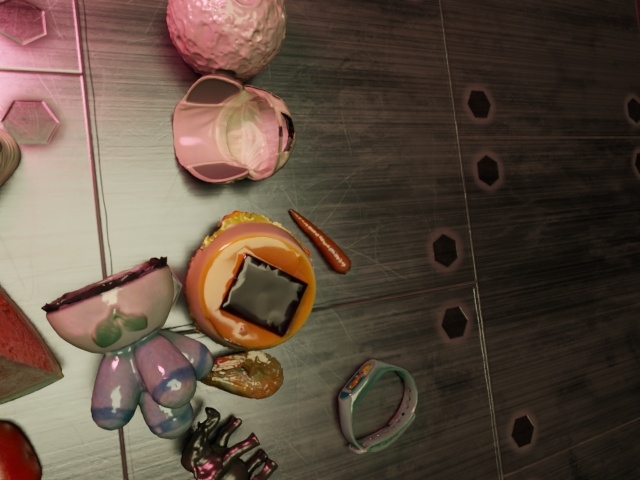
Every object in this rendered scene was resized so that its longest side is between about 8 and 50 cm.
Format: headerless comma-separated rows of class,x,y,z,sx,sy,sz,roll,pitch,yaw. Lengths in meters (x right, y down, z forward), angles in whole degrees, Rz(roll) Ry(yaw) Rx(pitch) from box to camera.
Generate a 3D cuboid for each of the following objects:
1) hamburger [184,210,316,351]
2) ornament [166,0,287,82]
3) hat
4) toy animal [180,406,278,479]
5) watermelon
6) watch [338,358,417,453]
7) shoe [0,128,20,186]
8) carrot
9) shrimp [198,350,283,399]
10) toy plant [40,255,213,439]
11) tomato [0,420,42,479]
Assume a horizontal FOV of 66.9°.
hamburger,-0.146,0.095,1.042,0.275,0.179,0.295,25,83,-21
ornament,-0.196,-0.478,1.043,0.259,0.225,0.260,2,85,-25
hat,-0.190,-0.233,1.074,0.274,0.161,0.232,-4,89,-2
toy animal,-0.194,0.461,1.018,0.146,0.114,0.245,-38,101,-24
watermelon,-0.579,0.150,0.801,0.250,0.292,0.284,-11,87,-58
watch,0.140,0.415,1.216,0.237,0.068,0.195,-43,106,-27
shoe,-0.650,-0.085,0.826,0.124,0.159,0.317,37,68,-20
carrot,0.000,0.000,1.198,0.216,0.048,0.048,48,68,-10
shrimp,-0.182,0.287,1.066,0.216,0.051,0.115,17,95,-18
toy plant,-0.336,0.220,0.911,0.247,0.247,0.333,-24,97,-26
tomato,-0.597,0.419,0.845,0.174,0.082,0.167,-25,97,-28
